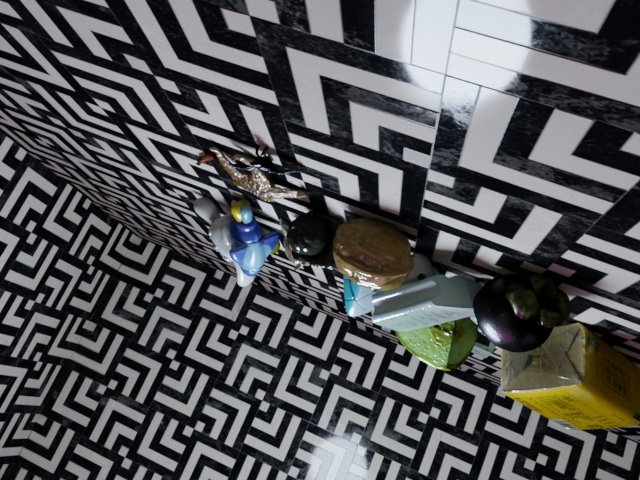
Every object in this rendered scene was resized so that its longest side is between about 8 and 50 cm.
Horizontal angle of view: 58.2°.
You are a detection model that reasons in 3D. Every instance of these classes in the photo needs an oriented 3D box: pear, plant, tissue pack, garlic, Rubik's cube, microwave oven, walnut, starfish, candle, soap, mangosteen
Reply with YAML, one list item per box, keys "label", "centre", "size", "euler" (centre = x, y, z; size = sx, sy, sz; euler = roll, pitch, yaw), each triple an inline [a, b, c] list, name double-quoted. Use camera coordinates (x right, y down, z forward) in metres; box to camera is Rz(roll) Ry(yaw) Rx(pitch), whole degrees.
- label: "pear"
  centre: [0.378, 0.265, 1.931]
  size: [0.281, 0.287, 0.176]
  euler: [12, -179, 40]
- label: "pear"
  centre: [-0.219, 0.005, 2.249]
  size: [0.107, 0.107, 0.131]
  euler: [7, 149, 49]
- label: "plant"
  centre: [0.000, 0.000, 1.774]
  size: [0.141, 0.164, 0.256]
  euler: [19, -179, 34]
- label: "tissue pack"
  centre: [0.799, 0.440, 1.835]
  size: [0.382, 0.228, 0.293]
  euler: [31, 146, -30]
- label: "garlic"
  centre: [-0.086, 0.001, 2.038]
  size: [0.194, 0.127, 0.131]
  euler: [51, 144, -1]
- label: "Rubik's cube"
  centre: [0.142, 0.131, 1.884]
  size: [0.254, 0.254, 0.254]
  euler: [23, 166, 6]
- label: "microwave oven"
  centre: [0.554, 0.337, 2.158]
  size: [0.208, 0.122, 0.162]
  euler: [21, 166, 13]
- label: "walnut"
  centre: [0.146, 0.039, 1.604]
  size: [0.245, 0.198, 0.198]
  euler: [18, 165, 25]
- label: "starfish"
  centre: [-0.195, -0.166, 1.681]
  size: [0.299, 0.060, 0.302]
  euler: [24, 167, -9]
- label: "candle"
  centre: [-0.342, -0.245, 1.711]
  size: [0.026, 0.021, 0.167]
  euler: [57, 156, -16]
- label: "soap"
  centre: [0.310, 0.187, 1.687]
  size: [0.289, 0.095, 0.172]
  euler: [-22, 147, 39]
- label: "mangosteen"
  centre: [0.521, 0.182, 1.506]
  size: [0.243, 0.243, 0.243]
  euler: [23, 166, 6]

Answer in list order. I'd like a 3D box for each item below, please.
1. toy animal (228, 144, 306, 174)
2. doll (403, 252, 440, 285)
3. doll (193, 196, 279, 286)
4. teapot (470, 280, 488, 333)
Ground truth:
- label: "toy animal"
  centre: [-0.144, -0.196, 1.476]
  size: [0.220, 0.062, 0.108]
  euler: [8, 162, 14]
- label: "doll"
  centre: [0.306, 0.110, 1.763]
  size: [0.107, 0.110, 0.180]
  euler: [50, -174, 31]
- label: "doll"
  centre: [-0.303, 0.003, 2.106]
  size: [0.376, 0.187, 0.365]
  euler: [45, 155, -21]
- label: "teapot"
  centre: [0.511, 0.213, 1.726]
  size: [0.232, 0.159, 0.159]
  euler: [22, 166, 10]
